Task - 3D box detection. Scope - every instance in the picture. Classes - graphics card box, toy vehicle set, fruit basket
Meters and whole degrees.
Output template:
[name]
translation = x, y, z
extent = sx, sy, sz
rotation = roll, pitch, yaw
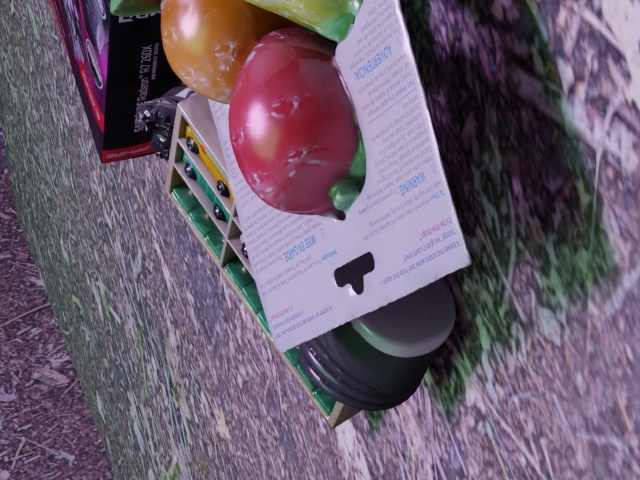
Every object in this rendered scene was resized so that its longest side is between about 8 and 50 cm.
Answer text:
[graphics card box]
translation = -0.226, -0.267, 2.023
extent = 0.371, 0.094, 0.233
rotation = 112, 142, -66
[toy vehicle set]
translation = -0.039, 0.017, 1.536
extent = 0.267, 0.035, 0.166
rotation = 54, 160, 16
[fruit basket]
translation = -0.008, -0.125, 1.161
extent = 0.353, 0.165, 0.327
rotation = 70, 157, 6

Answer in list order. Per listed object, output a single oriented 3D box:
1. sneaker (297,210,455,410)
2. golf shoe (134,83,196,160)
[sneaker]
translation = 0.000, 0.000, 1.370
extent = 0.147, 0.104, 0.296
rotation = 104, 145, -52
[golf shoe]
translation = -0.076, -0.111, 1.636
extent = 0.198, 0.094, 0.077
rotation = 17, 139, 44
